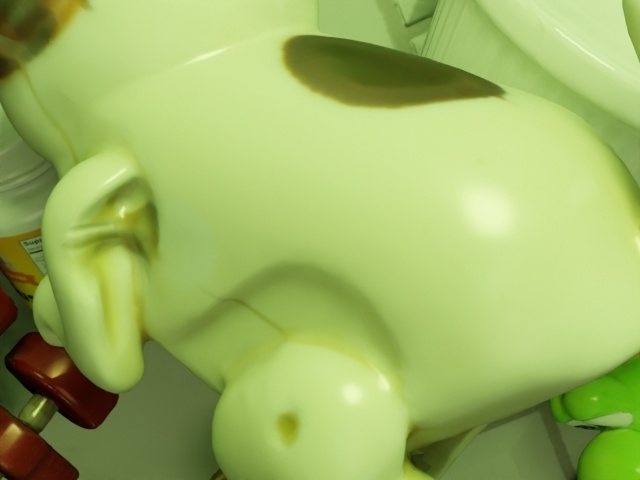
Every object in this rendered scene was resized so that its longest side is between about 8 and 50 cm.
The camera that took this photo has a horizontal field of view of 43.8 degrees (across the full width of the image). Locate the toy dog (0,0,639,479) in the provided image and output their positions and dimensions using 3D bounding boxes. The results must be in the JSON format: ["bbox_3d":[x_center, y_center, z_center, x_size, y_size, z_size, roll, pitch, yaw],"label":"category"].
[{"bbox_3d":[-0.037,-0.044,0.453,0.408,0.284,0.395,48,140,11],"label":"toy dog"}]

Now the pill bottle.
[{"bbox_3d":[-0.207,-0.013,0.635,0.117,0.117,0.215,-16,135,2],"label":"pill bottle"}]

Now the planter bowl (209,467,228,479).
[{"bbox_3d":[-0.040,0.279,0.896,0.217,0.090,0.217,-5,124,-7],"label":"planter bowl"}]

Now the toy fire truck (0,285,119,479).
[{"bbox_3d":[-0.342,0.119,0.670,0.254,0.169,0.302,5,141,44],"label":"toy fire truck"}]

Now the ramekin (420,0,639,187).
[{"bbox_3d":[0.196,-0.119,0.568,0.273,0.273,0.127,12,134,-17],"label":"ramekin"}]

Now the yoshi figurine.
[{"bbox_3d":[0.418,0.236,0.852,0.362,0.203,0.203,9,127,-8],"label":"yoshi figurine"}]
